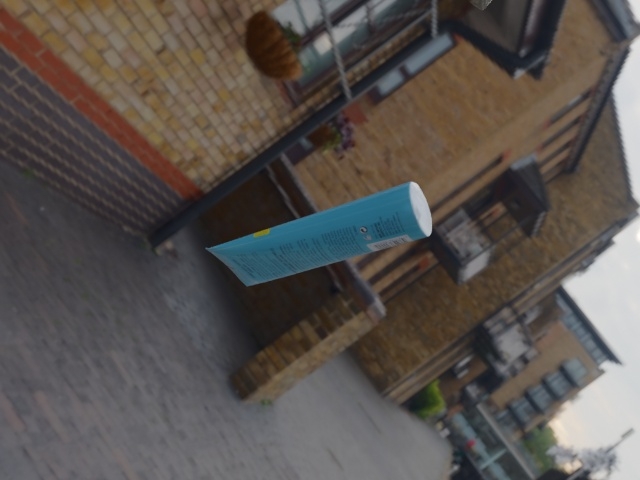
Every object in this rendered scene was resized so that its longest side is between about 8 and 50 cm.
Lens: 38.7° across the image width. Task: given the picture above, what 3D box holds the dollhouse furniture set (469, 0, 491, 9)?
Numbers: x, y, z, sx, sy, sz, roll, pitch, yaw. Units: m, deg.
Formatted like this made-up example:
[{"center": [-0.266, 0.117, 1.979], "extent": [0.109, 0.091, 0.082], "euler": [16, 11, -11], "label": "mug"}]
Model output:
[{"center": [0.037, -0.217, 0.356], "extent": [0.182, 0.161, 0.101], "euler": [23, 34, -29], "label": "dollhouse furniture set"}]

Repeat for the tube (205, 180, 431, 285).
[{"center": [0.000, 0.000, 0.859], "extent": [0.080, 0.207, 0.052], "euler": [51, 29, -44], "label": "tube"}]
